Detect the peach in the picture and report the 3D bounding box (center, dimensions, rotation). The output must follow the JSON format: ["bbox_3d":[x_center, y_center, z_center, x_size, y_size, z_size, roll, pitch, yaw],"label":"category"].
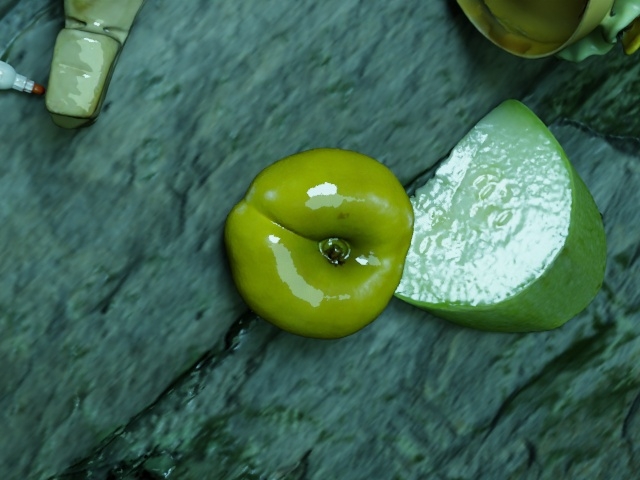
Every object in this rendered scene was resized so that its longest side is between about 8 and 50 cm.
[{"bbox_3d":[0.000,0.000,0.867,0.179,0.103,0.179,-3,99,-16],"label":"peach"}]

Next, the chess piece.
[{"bbox_3d":[-0.160,-0.230,0.743,0.137,0.137,0.300,12,101,-23],"label":"chess piece"}]

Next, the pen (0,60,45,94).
[{"bbox_3d":[-0.323,-0.156,0.750,0.218,0.026,0.026,19,95,-24],"label":"pen"}]

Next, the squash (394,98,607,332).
[{"bbox_3d":[0.190,0.012,0.990,0.204,0.155,0.237,41,87,13],"label":"squash"}]

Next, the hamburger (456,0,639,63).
[{"bbox_3d":[0.235,-0.293,0.797,0.212,0.274,0.274,-23,109,-16],"label":"hamburger"}]
